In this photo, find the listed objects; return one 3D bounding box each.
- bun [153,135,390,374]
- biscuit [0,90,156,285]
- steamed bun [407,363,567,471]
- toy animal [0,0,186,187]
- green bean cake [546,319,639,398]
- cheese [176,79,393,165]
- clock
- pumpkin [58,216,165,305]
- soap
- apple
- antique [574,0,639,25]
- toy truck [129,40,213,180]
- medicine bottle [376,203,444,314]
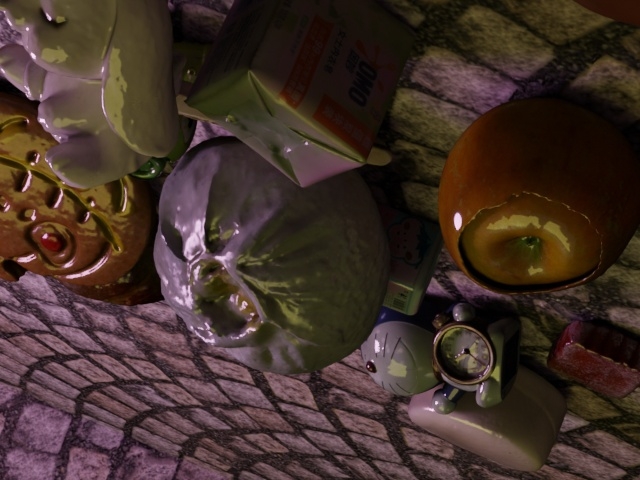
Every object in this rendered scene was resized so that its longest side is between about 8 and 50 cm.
[{"bbox_3d":[-0.077,0.022,1.953,0.361,0.211,0.362,18,121,32],"label":"bun"},{"bbox_3d":[-0.452,-0.059,2.277,0.394,0.070,0.350,21,128,-7],"label":"biscuit"},{"bbox_3d":[0.275,0.267,2.366,0.241,0.146,0.164,25,160,-1],"label":"steamed bun"},{"bbox_3d":[-0.242,-0.229,1.580,0.265,0.206,0.272,92,154,-46],"label":"toy animal"},{"bbox_3d":[0.412,0.173,2.164,0.135,0.056,0.135,24,154,0],"label":"green bean cake"},{"bbox_3d":[-0.101,-0.158,1.818,0.400,0.034,0.085,14,-163,-19],"label":"cheese"},{"bbox_3d":[0.177,0.171,2.254,0.243,0.146,0.200,8,114,26],"label":"clock"},{"bbox_3d":[-0.359,0.006,2.416,0.312,0.148,0.169,16,159,6],"label":"pumpkin"},{"bbox_3d":[-0.018,-0.191,1.638,0.182,0.199,0.138,36,149,-25],"label":"soap"},{"bbox_3d":[0.248,-0.043,1.689,0.236,0.208,0.237,17,155,8],"label":"apple"},{"bbox_3d":[0.272,-0.286,1.269,0.278,0.129,0.223,27,155,-7],"label":"antique"},{"bbox_3d":[-0.233,-0.200,1.893,0.187,0.148,0.210,18,142,-13],"label":"toy truck"},{"bbox_3d":[0.070,0.013,2.069,0.188,0.119,0.094,21,151,7],"label":"medicine bottle"}]
